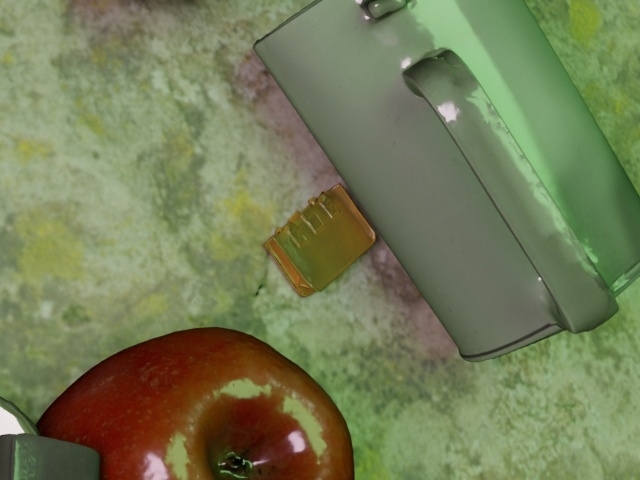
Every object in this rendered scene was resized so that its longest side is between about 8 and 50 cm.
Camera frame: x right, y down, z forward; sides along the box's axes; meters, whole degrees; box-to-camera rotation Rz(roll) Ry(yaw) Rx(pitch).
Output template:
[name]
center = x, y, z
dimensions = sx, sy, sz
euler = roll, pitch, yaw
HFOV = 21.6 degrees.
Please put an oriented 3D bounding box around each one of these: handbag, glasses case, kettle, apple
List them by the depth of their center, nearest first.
[glasses case]
center = -0.162, 0.210, 0.974
dimensions = 0.072, 0.042, 0.191
euler = 18, 60, -40
[apple]
center = -0.087, 0.170, 1.124
dimensions = 0.218, 0.201, 0.218
euler = 12, 63, -25
[kettle]
center = 0.125, -0.084, 1.318
dimensions = 0.205, 0.265, 0.318
euler = -35, 98, -29
[handbag]
center = 0.000, 0.000, 1.347
dimensions = 0.083, 0.027, 0.061
euler = -40, 99, -35

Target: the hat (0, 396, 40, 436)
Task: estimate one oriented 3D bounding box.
[hat]
center = -0.277, 0.223, 0.990
dimensions = 0.257, 0.168, 0.301
euler = 7, 69, -53
